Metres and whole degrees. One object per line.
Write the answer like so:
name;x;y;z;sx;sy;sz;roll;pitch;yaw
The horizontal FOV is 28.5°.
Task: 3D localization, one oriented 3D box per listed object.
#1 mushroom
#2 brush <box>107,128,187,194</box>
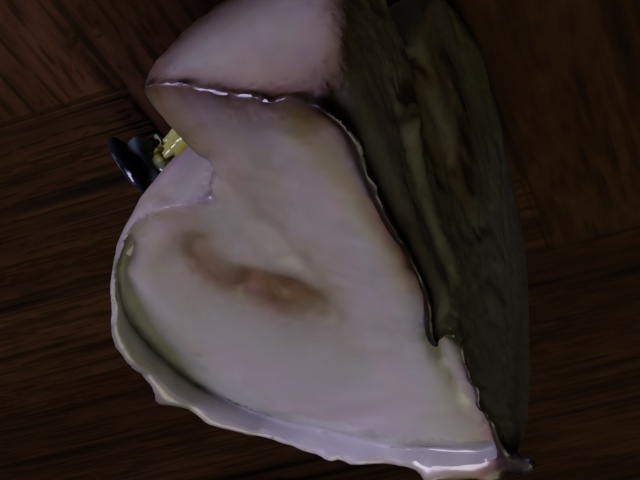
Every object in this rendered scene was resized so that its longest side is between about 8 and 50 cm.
mushroom;-0.006;-0.022;0.588;0.162;0.173;0.236;-11;129;21
brush;0.000;0.000;0.719;0.060;0.068;0.297;-44;139;10
